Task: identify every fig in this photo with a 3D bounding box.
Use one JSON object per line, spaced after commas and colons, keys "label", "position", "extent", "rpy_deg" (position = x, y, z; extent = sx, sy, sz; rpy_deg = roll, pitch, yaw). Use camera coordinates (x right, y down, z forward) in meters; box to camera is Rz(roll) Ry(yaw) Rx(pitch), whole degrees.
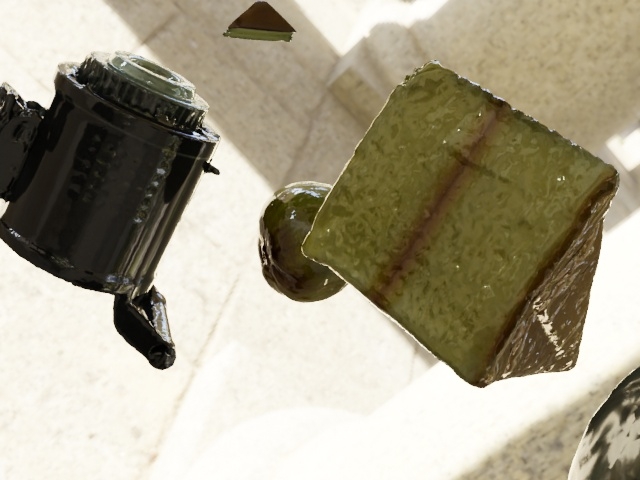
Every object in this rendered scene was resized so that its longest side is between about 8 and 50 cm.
{"label": "fig", "position": [-0.011, 0.002, 1.168], "extent": [0.120, 0.153, 0.136], "rpy_deg": [-15, 102, -46]}

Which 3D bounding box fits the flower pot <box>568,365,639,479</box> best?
{"label": "flower pot", "position": [0.288, 0.180, 0.548], "extent": [0.301, 0.213, 0.302], "rpy_deg": [23, 49, -29]}

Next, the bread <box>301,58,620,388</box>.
{"label": "bread", "position": [0.184, 0.005, 1.082], "extent": [0.233, 0.245, 0.361], "rpy_deg": [37, 10, 26]}

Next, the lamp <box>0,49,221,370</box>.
{"label": "lamp", "position": [-0.234, -0.075, 1.207], "extent": [0.374, 0.272, 0.205], "rpy_deg": [43, 7, -23]}

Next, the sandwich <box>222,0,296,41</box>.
{"label": "sandwich", "position": [-0.072, -0.257, 1.208], "extent": [0.083, 0.031, 0.044], "rpy_deg": [0, 76, -21]}
